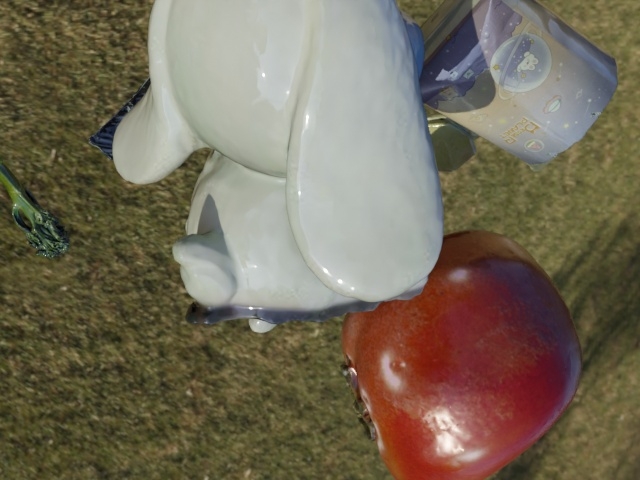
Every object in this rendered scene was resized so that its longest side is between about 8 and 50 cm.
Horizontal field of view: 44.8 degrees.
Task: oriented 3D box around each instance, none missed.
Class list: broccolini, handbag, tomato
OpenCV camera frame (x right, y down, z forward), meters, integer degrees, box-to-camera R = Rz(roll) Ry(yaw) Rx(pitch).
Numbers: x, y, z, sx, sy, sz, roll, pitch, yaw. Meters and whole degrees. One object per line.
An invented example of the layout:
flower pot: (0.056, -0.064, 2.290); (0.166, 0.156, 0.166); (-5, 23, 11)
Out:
broccolini: (-0.525, -0.095, 1.323); (0.392, 0.074, 0.078); (75, 18, -56)
handbag: (0.159, -0.135, 0.635); (0.173, 0.117, 0.095); (26, 43, -24)
tomato: (0.170, 0.149, 0.978); (0.290, 0.293, 0.325); (-24, 157, -2)

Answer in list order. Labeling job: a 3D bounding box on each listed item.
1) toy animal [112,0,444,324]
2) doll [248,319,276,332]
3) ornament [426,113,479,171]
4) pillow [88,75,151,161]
toy animal: (-0.038, -0.073, 0.538); (0.174, 0.249, 0.289); (-36, 117, -50)
doll: (-0.013, 0.015, 1.283); (0.311, 0.243, 0.159); (-61, 151, -23)
ornament: (0.123, -0.156, 1.188); (0.201, 0.180, 0.059); (23, 58, -16)
pillow: (-0.371, -0.241, 1.638); (0.208, 0.055, 0.141); (-51, 122, -10)
